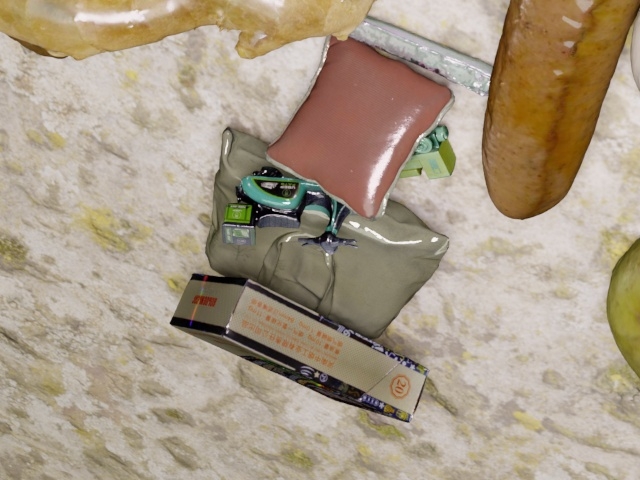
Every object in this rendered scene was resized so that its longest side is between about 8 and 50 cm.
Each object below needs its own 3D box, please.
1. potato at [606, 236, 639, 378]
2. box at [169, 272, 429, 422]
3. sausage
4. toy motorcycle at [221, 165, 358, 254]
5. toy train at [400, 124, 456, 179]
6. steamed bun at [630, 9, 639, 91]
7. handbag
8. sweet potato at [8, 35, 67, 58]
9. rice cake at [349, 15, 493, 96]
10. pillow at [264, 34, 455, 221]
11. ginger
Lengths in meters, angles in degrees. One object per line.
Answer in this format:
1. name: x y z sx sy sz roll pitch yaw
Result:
1. potato: 0.461 0.122 1.159 0.280 0.212 0.330 18 133 11
2. box: -0.031 0.145 1.403 0.310 0.084 0.198 28 167 -25
3. sausage: 0.246 -0.201 1.034 0.123 0.136 0.500 46 145 31
4. toy motorcycle: -0.026 -0.034 1.218 0.173 0.100 0.058 5 147 0
5. toy train: 0.105 -0.110 1.246 0.122 0.050 0.081 -8 133 31
6. steamed bun: 0.392 -0.186 0.959 0.228 0.130 0.177 26 146 -37
7. handbag: -0.004 0.001 1.359 0.316 0.109 0.253 24 141 4
8. sweet potato: -0.453 -0.302 1.335 0.270 0.074 0.074 17 136 -2
9. rice cake: 0.107 -0.216 1.156 0.208 0.033 0.033 24 123 6
10. pillow: 0.044 -0.132 1.188 0.171 0.075 0.179 33 96 19
11. ginger: -0.149 -0.281 1.079 0.363 0.122 0.348 -45 100 3
